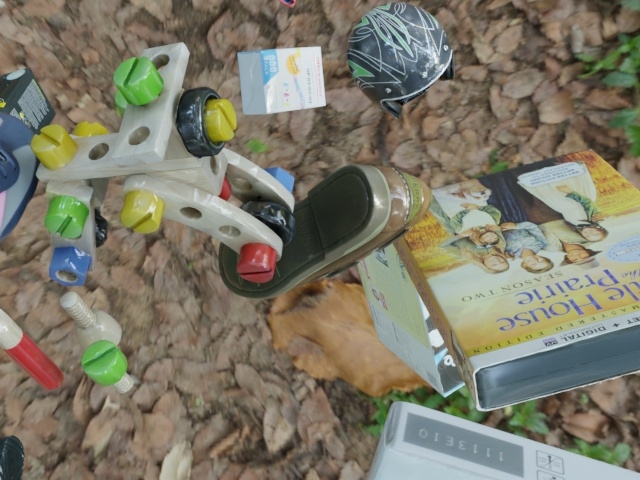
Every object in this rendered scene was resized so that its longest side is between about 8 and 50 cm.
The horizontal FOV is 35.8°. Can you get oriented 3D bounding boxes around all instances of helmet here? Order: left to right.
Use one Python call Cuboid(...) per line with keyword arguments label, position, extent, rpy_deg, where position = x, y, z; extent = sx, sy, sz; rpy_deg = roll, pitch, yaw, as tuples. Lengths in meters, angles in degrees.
Cuboid(label="helmet", position=(0.119, -0.278, 1.497), extent=(0.169, 0.161, 0.169), rpy_deg=(-4, 72, 12))

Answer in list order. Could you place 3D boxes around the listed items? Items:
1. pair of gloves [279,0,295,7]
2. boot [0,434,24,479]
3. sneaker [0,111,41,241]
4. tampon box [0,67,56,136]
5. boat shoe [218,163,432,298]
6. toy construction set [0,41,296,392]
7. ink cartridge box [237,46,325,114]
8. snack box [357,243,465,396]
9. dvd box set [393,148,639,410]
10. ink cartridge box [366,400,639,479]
Cuboid(label="pair of gloves", position=(-0.099, -0.323, 1.114), extent=(0.198, 0.159, 0.023), rpy_deg=(27, 106, -28))
Cuboid(label="boot", position=(-0.298, 0.215, 0.806), extent=(0.099, 0.121, 0.045), rpy_deg=(-13, 137, 12))
Cuboid(label="sneaker", position=(-0.304, -0.039, 0.809), extent=(0.112, 0.319, 0.131), rpy_deg=(40, 124, -12))
Cuboid(label="tampon box", position=(-0.549, -0.202, 1.687), extent=(0.120, 0.161, 0.101), rpy_deg=(-10, 128, 18))
Cuboid(label="boat shoe", position=(0.000, 0.000, 1.132), extent=(0.104, 0.307, 0.111), rpy_deg=(-1, 78, -40))
Cuboid(label="toy construction set", position=(-0.186, -0.036, 0.870), extent=(0.257, 0.237, 0.309), rpy_deg=(22, 66, 26))
Cuboid(label="ink cartridge box", position=(-0.051, -0.275, 1.685), extent=(0.181, 0.061, 0.104), rpy_deg=(-16, 105, -45))
Cuboid(label="snack box", position=(0.133, 0.079, 1.556), extent=(0.060, 0.187, 0.322), rpy_deg=(-32, 130, -17))
Cuboid(label="dvd box set", position=(0.266, 0.024, 1.179), extent=(0.307, 0.420, 0.062), rpy_deg=(-14, 117, -2))
Cuboid(label="ink cartridge box", position=(0.142, 0.244, 0.604), extent=(0.275, 0.060, 0.239), rpy_deg=(16, 114, 5))
